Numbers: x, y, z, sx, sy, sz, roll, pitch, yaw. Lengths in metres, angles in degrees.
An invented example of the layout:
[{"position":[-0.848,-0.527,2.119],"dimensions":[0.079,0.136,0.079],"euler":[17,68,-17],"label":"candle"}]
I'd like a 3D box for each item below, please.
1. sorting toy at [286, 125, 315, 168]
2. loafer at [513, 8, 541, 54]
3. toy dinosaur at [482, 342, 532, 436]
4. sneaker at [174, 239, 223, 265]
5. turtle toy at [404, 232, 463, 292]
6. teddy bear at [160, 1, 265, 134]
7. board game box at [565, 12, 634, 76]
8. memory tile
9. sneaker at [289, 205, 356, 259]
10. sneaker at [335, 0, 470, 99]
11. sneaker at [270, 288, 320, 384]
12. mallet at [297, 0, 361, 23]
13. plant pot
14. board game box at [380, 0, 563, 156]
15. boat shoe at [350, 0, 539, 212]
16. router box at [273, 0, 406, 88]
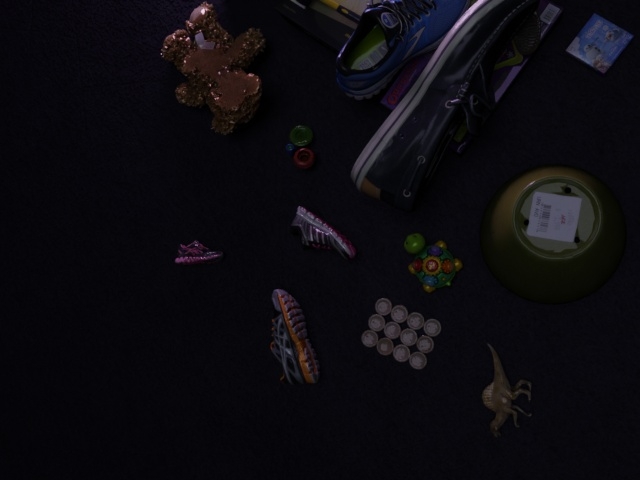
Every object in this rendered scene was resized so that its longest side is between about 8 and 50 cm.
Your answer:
[{"position":[-0.043,-0.200,1.473],"dimensions":[0.061,0.042,0.101],"euler":[-7,71,2],"label":"sorting toy"},{"position":[0.401,-0.437,1.297],"dimensions":[0.056,0.050,0.147],"euler":[-2,100,21],"label":"loafer"},{"position":[0.361,0.294,1.292],"dimensions":[0.093,0.053,0.183],"euler":[-1,85,19],"label":"toy dinosaur"},{"position":[-0.278,0.025,1.525],"dimensions":[0.119,0.047,0.057],"euler":[-4,73,16],"label":"sneaker"},{"position":[0.220,0.041,1.350],"dimensions":[0.095,0.066,0.130],"euler":[-41,75,10],"label":"turtle toy"},{"position":[-0.236,-0.393,1.523],"dimensions":[0.338,0.113,0.245],"euler":[36,89,25],"label":"teddy bear"},{"position":[0.546,-0.384,1.305],"dimensions":[0.090,0.020,0.090],"euler":[39,97,18],"label":"board game box"},{"position":[0.167,0.194,1.383],"dimensions":[0.148,0.012,0.113],"euler":[23,93,17],"label":"memory tile"},{"position":[0.000,0.000,1.427],"dimensions":[0.170,0.063,0.074],"euler":[37,97,22],"label":"sneaker"},{"position":[0.160,-0.410,1.280],"dimensions":[0.330,0.147,0.130],"euler":[-44,80,8],"label":"sneaker"},{"position":[-0.072,0.209,1.423],"dimensions":[0.083,0.084,0.214],"euler":[-20,81,20],"label":"sneaker"},{"position":[0.026,-0.480,1.388],"dimensions":[0.190,0.039,0.062],"euler":[42,100,12],"label":"mallet"},{"position":[0.410,-0.022,1.175],"dimensions":[0.275,0.293,0.274],"euler":[-1,85,18],"label":"plant pot"},{"position":[0.306,-0.370,1.368],"dimensions":[0.208,0.056,0.346],"euler":[37,97,13],"label":"board game box"},{"position":[0.258,-0.265,1.260],"dimensions":[0.156,0.187,0.500],"euler":[40,104,15],"label":"boat shoe"},{"position":[0.091,-0.514,1.428],"dimensions":[0.309,0.081,0.243],"euler":[37,98,17],"label":"router box"}]
